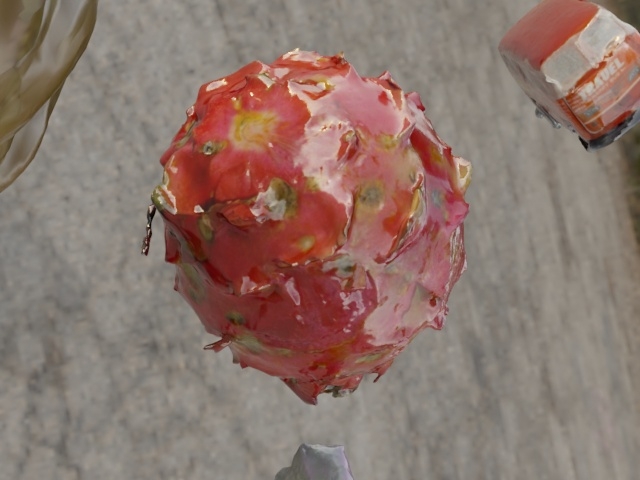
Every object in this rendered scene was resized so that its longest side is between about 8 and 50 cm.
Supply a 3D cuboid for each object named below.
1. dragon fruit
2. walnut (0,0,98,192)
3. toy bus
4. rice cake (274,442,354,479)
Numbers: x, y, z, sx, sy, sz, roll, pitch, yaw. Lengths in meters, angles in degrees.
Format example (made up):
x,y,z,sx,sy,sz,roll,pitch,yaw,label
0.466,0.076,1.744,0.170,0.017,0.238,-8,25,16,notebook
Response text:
x,y,z,sx,sy,sz,roll,pitch,yaw,label
0.000,0.000,0.941,0.210,0.205,0.268,-67,157,-44,dragon fruit
-0.151,-0.092,0.400,0.213,0.213,0.213,-14,90,-68,walnut
0.169,-0.115,0.936,0.077,0.079,0.174,48,7,-12,toy bus
0.035,0.265,0.977,0.055,0.049,0.269,6,54,-43,rice cake
